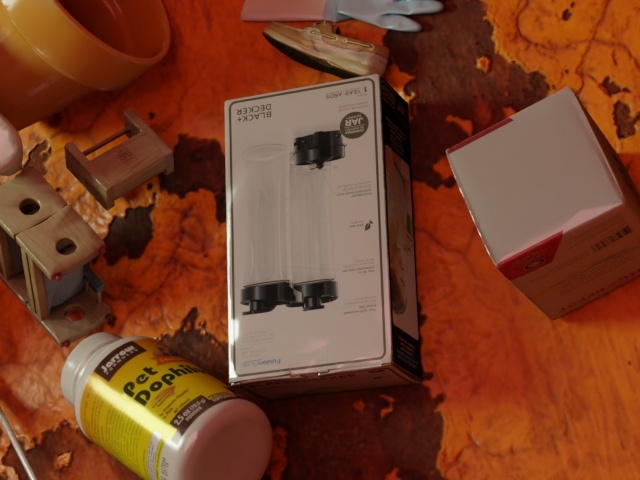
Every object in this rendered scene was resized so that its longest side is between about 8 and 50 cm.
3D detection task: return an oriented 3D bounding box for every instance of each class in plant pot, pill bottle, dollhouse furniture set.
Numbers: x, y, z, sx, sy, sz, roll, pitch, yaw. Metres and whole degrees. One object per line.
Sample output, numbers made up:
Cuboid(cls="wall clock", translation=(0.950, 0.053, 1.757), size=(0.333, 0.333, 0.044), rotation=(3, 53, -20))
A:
Cuboid(cls="plant pot", translation=(-0.291, -0.212, 2.029), size=(0.188, 0.205, 0.205), rotation=(-37, 63, 25))
Cuboid(cls="pill bottle", translation=(-0.152, 0.166, 1.874), size=(0.215, 0.117, 0.117), rotation=(28, 86, 41))
Cuboid(cls="dollhouse furniture set", translation=(-0.225, -0.012, 1.990), size=(0.184, 0.129, 0.129), rotation=(-33, 61, -23))

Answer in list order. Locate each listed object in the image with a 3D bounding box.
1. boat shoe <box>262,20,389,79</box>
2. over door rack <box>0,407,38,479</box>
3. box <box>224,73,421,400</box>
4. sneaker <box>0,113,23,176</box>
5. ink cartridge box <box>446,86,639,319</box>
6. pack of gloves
Cuboid(cls="boat shoe", translation=(0.008, -0.194, 1.973), size=(0.135, 0.050, 0.045), rotation=(24, 81, 16))
Cuboid(cls="over door rack", translation=(-0.383, 0.277, 1.955), size=(0.239, 0.108, 0.324), rotation=(-41, 64, 7))
Cuboid(cls="box", translation=(0.000, 0.000, 1.892), size=(0.169, 0.087, 0.290), rotation=(-9, 70, 19))
Cuboid(cls="sneaker", translation=(-0.373, -0.146, 1.965), size=(0.080, 0.094, 0.212), rotation=(-37, 86, -3))
Cuboid(cls="ink cartridge box", translation=(0.215, -0.029, 1.764), size=(0.128, 0.176, 0.127), rotation=(-28, 63, 12))
Cuboid(cls="pack of gloves", translation=(0.035, -0.312, 1.997), size=(0.232, 0.046, 0.195), rotation=(7, 76, 24))
